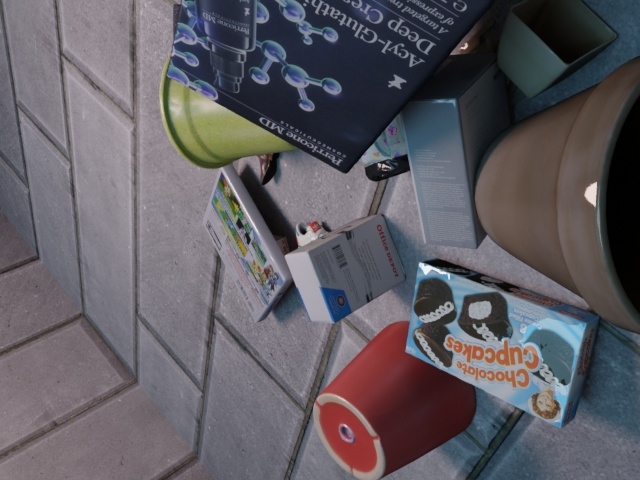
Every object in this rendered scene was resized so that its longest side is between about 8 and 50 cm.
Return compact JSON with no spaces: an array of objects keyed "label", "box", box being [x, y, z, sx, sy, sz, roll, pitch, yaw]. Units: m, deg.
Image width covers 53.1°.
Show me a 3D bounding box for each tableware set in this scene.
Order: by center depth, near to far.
[{"label":"tableware set","box":[0.231,-0.234,1.010,0.128,0.039,0.194,59,143,5]}]

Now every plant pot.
[{"label":"plant pot","box":[0.353,-0.059,0.791,0.280,0.323,0.323,15,124,66]},{"label":"plant pot","box":[0.303,-0.258,0.863,0.109,0.109,0.096,51,154,15]},{"label":"plant pot","box":[-0.127,-0.273,1.260,0.254,0.276,0.276,8,118,36]},{"label":"plant pot","box":[0.135,0.337,1.306,0.275,0.243,0.275,28,131,38]}]

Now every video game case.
[{"label":"video game case","box":[-0.192,0.015,1.618,0.329,0.036,0.300,60,151,15]}]

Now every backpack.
[{"label":"backpack","box":[0.105,-0.199,1.112,0.152,0.115,0.182,-11,98,65]}]

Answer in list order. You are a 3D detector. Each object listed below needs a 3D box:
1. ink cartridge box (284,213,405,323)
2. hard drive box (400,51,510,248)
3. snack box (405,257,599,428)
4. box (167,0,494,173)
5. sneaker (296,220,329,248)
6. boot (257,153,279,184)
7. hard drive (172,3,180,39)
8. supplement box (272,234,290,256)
[{"label":"ink cartridge box","box":[0.052,0.054,1.265,0.086,0.203,0.148,-10,104,54]},{"label":"hard drive box","box":[0.210,-0.134,0.943,0.089,0.181,0.232,7,126,34]},{"label":"snack box","box":[0.301,0.167,1.120,0.322,0.060,0.187,21,112,42]},{"label":"box","box":[0.010,-0.307,0.775,0.293,0.212,0.395,27,154,-8]},{"label":"sneaker","box":[0.000,0.000,1.415,0.161,0.057,0.075,15,128,48]},{"label":"boot","box":[-0.150,-0.199,1.489,0.114,0.037,0.106,38,124,24]},{"label":"hard drive","box":[-0.277,-0.408,1.499,0.172,0.054,0.254,33,134,33]},{"label":"supplement box","box":[-0.120,0.020,1.588,0.098,0.036,0.062,10,119,49]}]
